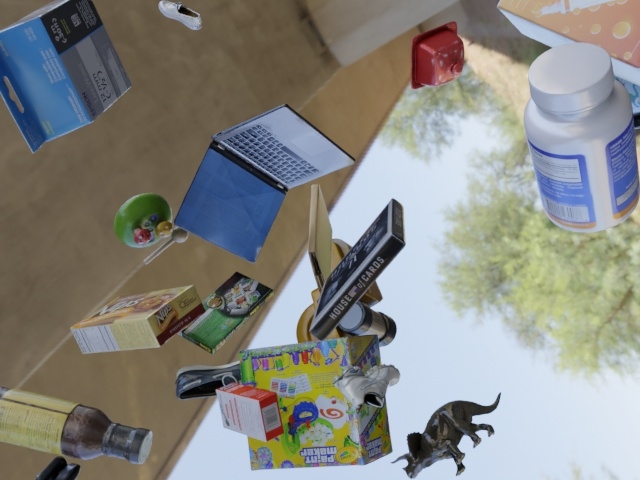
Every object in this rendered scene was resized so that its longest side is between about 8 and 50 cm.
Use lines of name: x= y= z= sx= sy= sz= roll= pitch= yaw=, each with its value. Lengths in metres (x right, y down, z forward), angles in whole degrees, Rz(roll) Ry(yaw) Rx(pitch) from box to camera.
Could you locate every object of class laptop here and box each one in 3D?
laptop: x=-0.152 y=-0.149 z=2.267 sx=0.382 sy=0.407 sz=0.237 roll=30 pitch=-133 yaw=-52

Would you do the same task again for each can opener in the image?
can opener: x=-0.565 y=0.508 z=1.550 sx=0.059 sy=0.073 sz=0.186 roll=57 pitch=-139 yaw=-14

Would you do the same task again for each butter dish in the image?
butter dish: x=0.325 y=-0.469 z=2.034 sx=0.118 sy=0.159 sz=0.160 roll=44 pitch=150 yaw=41

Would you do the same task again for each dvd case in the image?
dvd case: x=0.059 y=0.035 z=1.131 sx=0.029 sy=0.179 sz=0.239 roll=37 pitch=-165 yaw=-5

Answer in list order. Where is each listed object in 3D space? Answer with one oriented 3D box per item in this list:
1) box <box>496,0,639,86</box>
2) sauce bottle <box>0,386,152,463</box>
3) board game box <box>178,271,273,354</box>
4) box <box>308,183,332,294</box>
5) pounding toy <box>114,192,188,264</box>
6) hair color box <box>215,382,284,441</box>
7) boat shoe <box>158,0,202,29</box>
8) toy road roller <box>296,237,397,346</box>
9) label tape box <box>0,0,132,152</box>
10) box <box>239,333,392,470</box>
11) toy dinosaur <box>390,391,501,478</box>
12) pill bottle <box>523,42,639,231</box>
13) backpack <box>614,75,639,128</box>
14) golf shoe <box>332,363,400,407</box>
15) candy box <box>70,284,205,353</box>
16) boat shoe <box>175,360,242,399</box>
box: x=0.585 y=-0.491 z=1.611 sx=0.345 sy=0.215 sz=0.168 roll=36 pitch=-167 yaw=31
sauce bottle: x=-0.517 y=0.385 z=1.580 sx=0.111 sy=0.344 sz=0.112 roll=12 pitch=-90 yaw=-80
board game box: x=-0.258 y=0.191 z=2.101 sx=0.259 sy=0.136 sz=0.030 roll=-43 pitch=-31 yaw=-37
box: x=0.000 y=0.000 z=1.725 sx=0.164 sy=0.021 sz=0.201 roll=73 pitch=-164 yaw=-48
pounding toy: x=-0.499 y=-0.021 z=2.322 sx=0.110 sy=0.183 sz=0.237 roll=43 pitch=170 yaw=41
hair color box: x=-0.152 y=0.365 z=1.660 sx=0.053 sy=0.167 sz=0.093 roll=-17 pitch=-79 yaw=-39
boat shoe: x=-0.273 y=-0.448 z=1.508 sx=0.100 sy=0.035 sz=0.035 roll=34 pitch=-123 yaw=15
toy road roller: x=0.042 y=0.185 z=2.191 sx=0.202 sy=0.240 sz=0.330 roll=31 pitch=-145 yaw=-53
label tape box: x=-0.579 y=-0.384 z=1.729 sx=0.348 sy=0.115 sz=0.249 roll=-74 pitch=-32 yaw=-58
box: x=-0.012 y=0.374 z=1.799 sx=0.177 sy=0.289 sz=0.279 roll=10 pitch=-108 yaw=-63
toy dinosaur: x=0.319 y=0.464 z=1.897 sx=0.160 sy=0.313 sz=0.121 roll=35 pitch=169 yaw=33
pill bottle: x=0.387 y=-0.152 z=1.153 sx=0.152 sy=0.152 sz=0.272 roll=-93 pitch=-18 yaw=-44
backpack: x=0.834 y=-0.466 z=1.954 sx=0.273 sy=0.290 sz=0.356 roll=-15 pitch=-82 yaw=-39
golf shoe: x=0.102 y=0.289 z=1.497 sx=0.176 sy=0.069 sz=0.086 roll=3 pitch=-137 yaw=-45
candy box: x=-0.473 y=0.206 z=2.000 sx=0.183 sy=0.316 sz=0.088 roll=-37 pitch=-70 yaw=-49
boat shoe: x=-0.237 y=0.354 z=1.942 sx=0.079 sy=0.254 sz=0.095 roll=-97 pitch=8 yaw=-45
